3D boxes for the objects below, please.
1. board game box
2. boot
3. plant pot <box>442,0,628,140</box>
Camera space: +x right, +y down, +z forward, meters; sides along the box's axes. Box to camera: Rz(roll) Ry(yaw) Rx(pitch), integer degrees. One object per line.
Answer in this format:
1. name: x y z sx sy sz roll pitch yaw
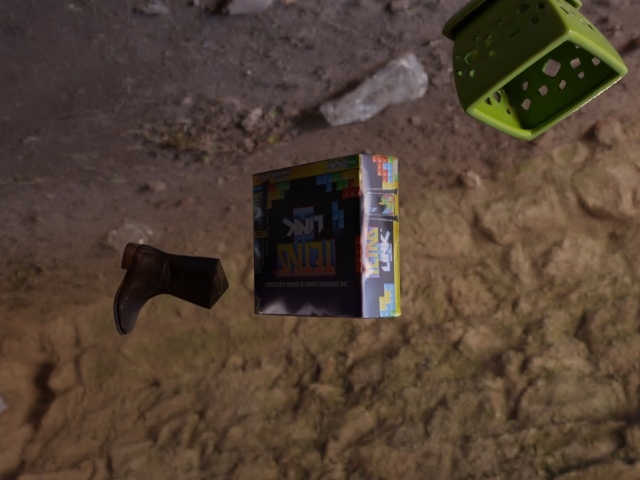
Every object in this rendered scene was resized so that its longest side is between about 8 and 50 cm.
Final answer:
1. board game box: 0.000 0.000 0.783 0.048 0.141 0.170 2 175 -37
2. boot: -0.155 0.061 0.886 0.114 0.106 0.037 12 -165 11
3. plant pot: 0.361 -0.339 1.485 0.228 0.207 0.227 -35 148 33
